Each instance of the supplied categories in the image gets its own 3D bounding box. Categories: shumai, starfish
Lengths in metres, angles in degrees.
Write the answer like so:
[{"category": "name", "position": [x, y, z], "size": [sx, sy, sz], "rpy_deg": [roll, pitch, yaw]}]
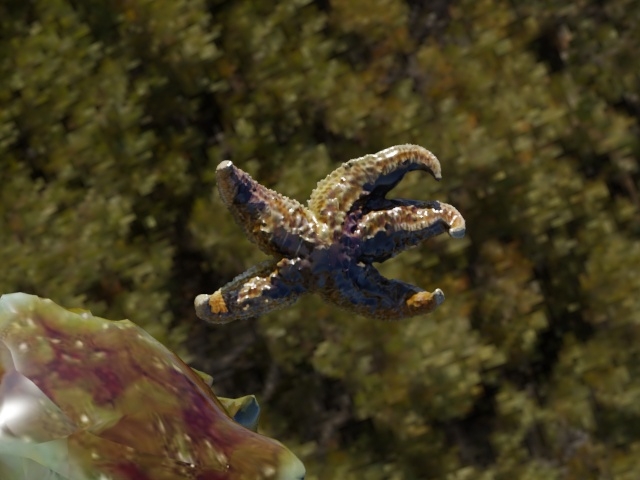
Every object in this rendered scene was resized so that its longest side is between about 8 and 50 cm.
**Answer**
[{"category": "shumai", "position": [-0.140, 0.137, 0.645], "size": [0.225, 0.261, 0.222], "rpy_deg": [39, -11, 17]}, {"category": "starfish", "position": [-0.001, 0.000, 1.383], "size": [0.216, 0.238, 0.071], "rpy_deg": [58, -11, -18]}]
